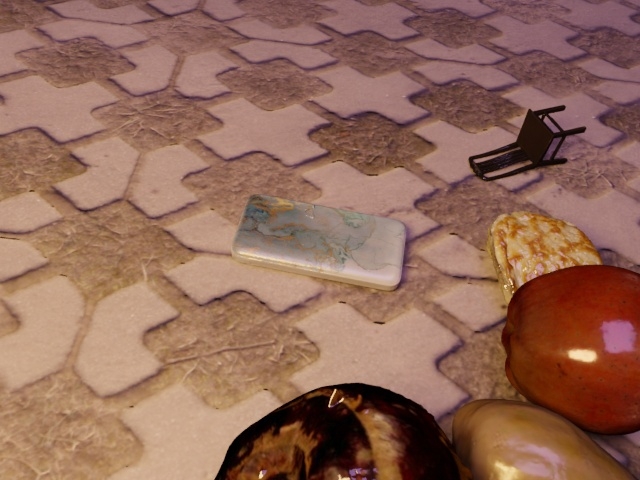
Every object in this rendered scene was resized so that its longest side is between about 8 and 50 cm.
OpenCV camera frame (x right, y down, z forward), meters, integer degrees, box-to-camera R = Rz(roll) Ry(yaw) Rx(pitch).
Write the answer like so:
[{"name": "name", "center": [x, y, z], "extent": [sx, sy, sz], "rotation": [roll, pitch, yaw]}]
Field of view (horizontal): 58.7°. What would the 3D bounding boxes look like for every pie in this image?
[{"name": "pie", "center": [0.368, 0.041, 0.950], "extent": [0.178, 0.084, 0.205], "rotation": [-3, 53, -5]}]

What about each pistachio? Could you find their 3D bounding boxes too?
[{"name": "pistachio", "center": [0.282, 0.290, 0.684], "extent": [0.260, 0.163, 0.213], "rotation": [21, 39, 5]}]

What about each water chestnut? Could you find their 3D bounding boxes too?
[{"name": "water chestnut", "center": [0.034, 0.303, 0.605], "extent": [0.299, 0.300, 0.300], "rotation": [3, 50, -4]}]

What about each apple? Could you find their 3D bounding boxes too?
[{"name": "apple", "center": [0.368, 0.149, 0.781], "extent": [0.233, 0.234, 0.234], "rotation": [3, 50, -4]}]

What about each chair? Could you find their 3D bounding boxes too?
[{"name": "chair", "center": [0.407, -0.194, 1.139], "extent": [0.212, 0.101, 0.084], "rotation": [-13, 53, -18]}]

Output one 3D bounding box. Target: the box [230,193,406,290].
[{"name": "box", "center": [0.000, 0.000, 0.969], "extent": [0.284, 0.044, 0.142], "rotation": [11, 54, 3]}]
